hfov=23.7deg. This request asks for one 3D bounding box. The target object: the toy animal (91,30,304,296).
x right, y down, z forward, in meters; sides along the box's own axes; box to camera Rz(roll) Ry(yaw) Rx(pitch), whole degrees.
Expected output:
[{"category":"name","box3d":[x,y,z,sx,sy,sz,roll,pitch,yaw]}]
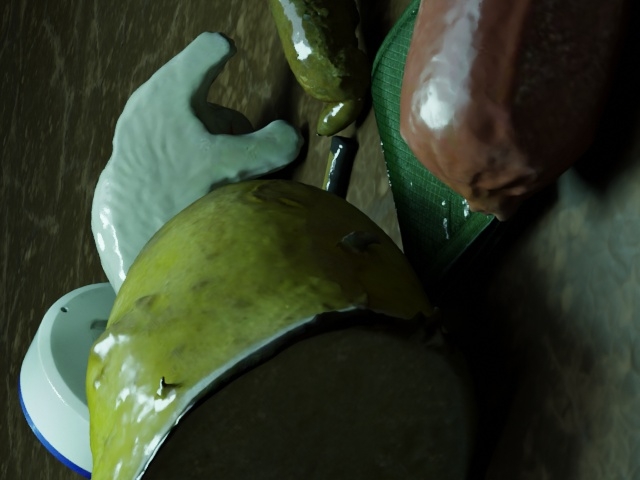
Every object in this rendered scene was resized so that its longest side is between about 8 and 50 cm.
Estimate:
[{"category":"toy animal","box3d":[-0.118,-0.007,1.577,0.308,0.266,0.188,49,160,7]}]

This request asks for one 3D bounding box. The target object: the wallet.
[{"category":"wallet","box3d":[0.100,-0.083,1.184,0.160,0.055,0.236,122,145,-51]}]

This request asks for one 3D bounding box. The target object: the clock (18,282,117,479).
[{"category":"clock","box3d":[-0.187,0.147,1.562,0.083,0.230,0.230,-58,31,36]}]

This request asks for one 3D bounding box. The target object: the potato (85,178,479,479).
[{"category":"potato","box3d":[-0.070,0.146,1.161,0.397,0.290,0.296,-60,33,12]}]

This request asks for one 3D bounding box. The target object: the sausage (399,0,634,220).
[{"category":"sausage","box3d":[0.132,-0.142,1.013,0.148,0.148,0.254,-148,70,-66]}]

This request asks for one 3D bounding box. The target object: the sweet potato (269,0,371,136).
[{"category":"sweet potato","box3d":[0.010,-0.252,1.413,0.124,0.098,0.310,13,91,38]}]

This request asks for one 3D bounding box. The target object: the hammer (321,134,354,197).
[{"category":"hammer","box3d":[0.000,0.000,1.436,0.078,0.021,0.201,-156,77,-67]}]
